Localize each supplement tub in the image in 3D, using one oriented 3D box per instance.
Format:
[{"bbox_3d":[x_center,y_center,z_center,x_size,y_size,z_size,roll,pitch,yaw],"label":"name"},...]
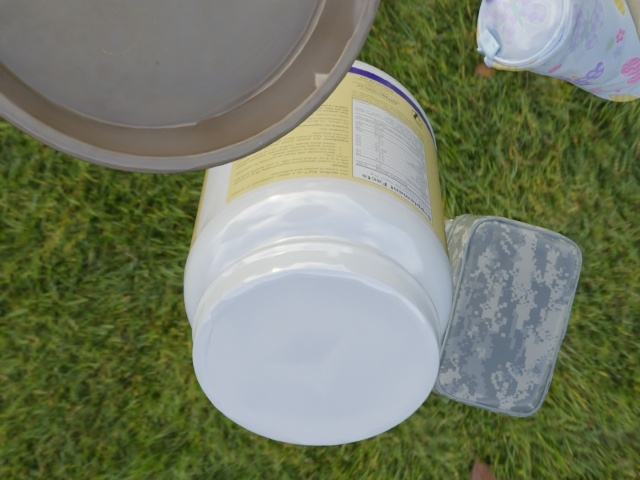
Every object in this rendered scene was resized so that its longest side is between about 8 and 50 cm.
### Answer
[{"bbox_3d":[0.000,0.000,0.948,0.241,0.331,0.241,1,128,1],"label":"supplement tub"}]

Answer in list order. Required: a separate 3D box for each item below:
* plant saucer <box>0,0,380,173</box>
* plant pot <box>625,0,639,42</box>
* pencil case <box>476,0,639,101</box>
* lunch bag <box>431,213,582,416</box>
[{"bbox_3d":[-0.088,-0.175,0.532,0.278,0.041,0.277,-5,100,-29],"label":"plant saucer"},{"bbox_3d":[0.317,-0.289,0.720,0.334,0.334,0.305,-6,64,9],"label":"plant pot"},{"bbox_3d":[0.290,-0.226,1.124,0.113,0.273,0.124,48,120,33],"label":"pencil case"},{"bbox_3d":[0.240,0.114,1.593,0.213,0.256,0.305,14,88,-16],"label":"lunch bag"}]
